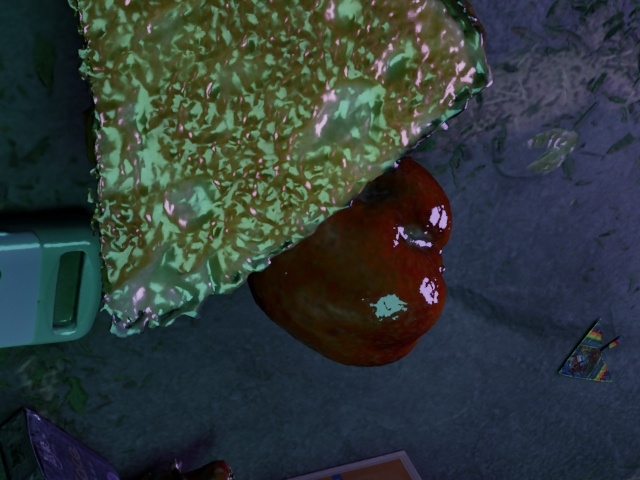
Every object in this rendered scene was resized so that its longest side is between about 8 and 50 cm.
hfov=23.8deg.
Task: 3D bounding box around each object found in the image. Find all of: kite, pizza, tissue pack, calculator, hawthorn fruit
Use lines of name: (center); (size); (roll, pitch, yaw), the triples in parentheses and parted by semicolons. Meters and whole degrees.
kite: (0.324, 0.140, 1.810); (0.090, 0.004, 0.122); (-29, 135, -2)
pizza: (-0.032, -0.165, 1.259); (0.392, 0.080, 0.435); (-14, 115, -22)
tissue pack: (-0.254, 0.249, 1.536); (0.051, 0.112, 0.156); (-40, 134, 8)
calculator: (-0.303, 0.041, 1.384); (0.246, 0.045, 0.141); (-4, 130, -25)
hawthorn fruit: (0.000, 0.000, 1.413); (0.243, 0.207, 0.207); (18, 122, -4)

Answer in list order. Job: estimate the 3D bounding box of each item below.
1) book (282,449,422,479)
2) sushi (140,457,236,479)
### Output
book: (0.018, 0.323, 1.699); (0.242, 0.170, 0.018); (-13, 131, -18)
sushi: (-0.184, 0.312, 1.643); (0.226, 0.103, 0.097); (-33, 108, 6)
